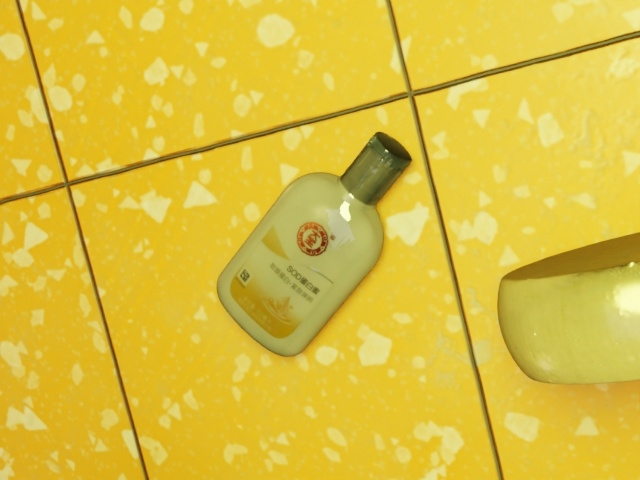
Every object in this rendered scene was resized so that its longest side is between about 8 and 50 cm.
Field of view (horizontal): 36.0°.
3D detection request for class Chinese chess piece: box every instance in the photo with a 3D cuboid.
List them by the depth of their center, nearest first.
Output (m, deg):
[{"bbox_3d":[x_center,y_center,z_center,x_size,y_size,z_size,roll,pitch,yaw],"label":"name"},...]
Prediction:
[{"bbox_3d":[0.300,0.054,0.919,0.273,0.273,0.102,-14,92,25],"label":"Chinese chess piece"}]

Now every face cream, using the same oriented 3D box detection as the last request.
[{"bbox_3d":[0.000,0.000,1.150,0.144,0.071,0.291,45,114,9],"label":"face cream"}]
